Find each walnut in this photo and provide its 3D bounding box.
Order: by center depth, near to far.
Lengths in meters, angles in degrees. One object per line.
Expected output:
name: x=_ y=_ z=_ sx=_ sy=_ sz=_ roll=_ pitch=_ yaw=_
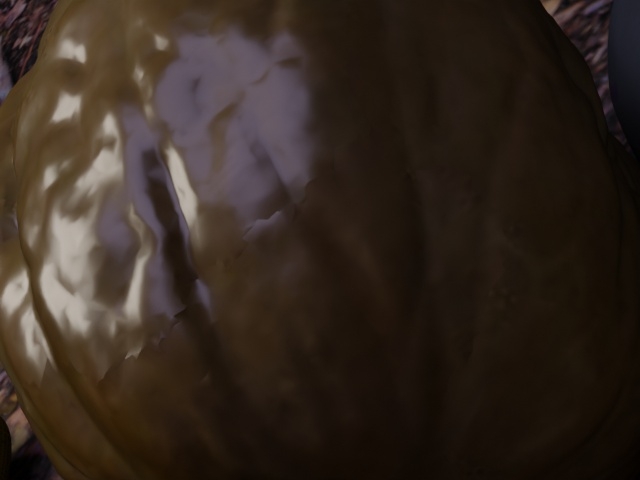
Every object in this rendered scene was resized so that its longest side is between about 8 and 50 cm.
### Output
walnut: x=-0.002 y=0.000 z=0.771 sx=0.252 sy=0.277 sz=0.313 roll=-28 pitch=46 yaw=10

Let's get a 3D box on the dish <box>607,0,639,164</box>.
dish: x=0.215 y=-0.113 z=0.773 sx=0.256 sy=0.117 sz=0.256 roll=-33 pitch=33 yaw=25

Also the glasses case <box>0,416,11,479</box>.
glasses case: x=-0.217 y=0.189 z=1.042 sx=0.079 sy=0.064 sz=0.234 roll=-25 pitch=38 yaw=32
